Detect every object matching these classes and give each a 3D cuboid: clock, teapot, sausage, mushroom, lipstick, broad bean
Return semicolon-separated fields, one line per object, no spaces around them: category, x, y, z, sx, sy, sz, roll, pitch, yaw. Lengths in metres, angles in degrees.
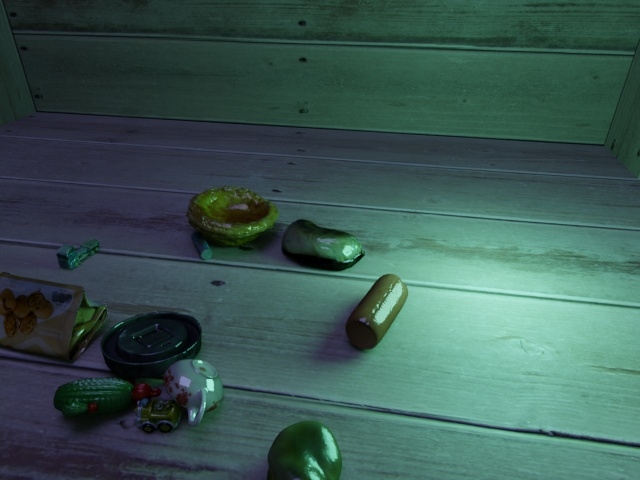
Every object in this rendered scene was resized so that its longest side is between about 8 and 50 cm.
clock;-0.484;0.296;1.356;0.281;0.055;0.280;2;21;-1
teapot;-0.320;0.375;1.188;0.116;0.159;0.245;-45;21;2
sausage;0.187;0.213;1.483;0.121;0.121;0.304;16;34;24
mushroom;-0.001;-0.002;1.830;0.344;0.129;0.248;25;43;34
lipstick;-0.474;0.019;1.863;0.048;0.048;0.158;-14;34;-23
broad bean;-0.041;0.499;1.038;0.169;0.100;0.228;23;25;19

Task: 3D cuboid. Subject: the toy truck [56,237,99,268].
toy truck;-0.930;0.033;1.802;0.067;0.081;0.175;13;33;16

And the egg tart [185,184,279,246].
egg tart;-0.367;-0.091;1.935;0.389;0.168;0.387;5;31;-3

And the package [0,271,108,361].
package;-0.832;0.232;1.443;0.312;0.221;0.165;7;-8;14

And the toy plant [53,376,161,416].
toy plant;-0.552;0.395;1.206;0.241;0.088;0.155;-5;9;-34

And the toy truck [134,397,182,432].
toy truck;-0.408;0.425;1.162;0.111;0.076;0.076;1;32;-1
